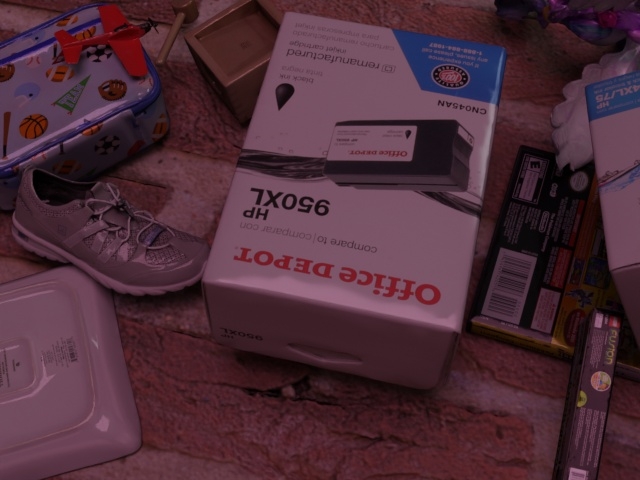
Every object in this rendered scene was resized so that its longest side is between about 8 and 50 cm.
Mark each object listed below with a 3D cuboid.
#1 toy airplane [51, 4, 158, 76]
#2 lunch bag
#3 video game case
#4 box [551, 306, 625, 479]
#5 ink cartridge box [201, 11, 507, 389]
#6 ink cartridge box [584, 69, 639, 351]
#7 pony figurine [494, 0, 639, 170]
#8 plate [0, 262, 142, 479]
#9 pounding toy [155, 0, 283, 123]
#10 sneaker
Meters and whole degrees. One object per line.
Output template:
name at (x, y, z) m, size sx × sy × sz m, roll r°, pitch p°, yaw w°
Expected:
toy airplane at (-0.290, -0.270, 1.308) m, size 0.151 × 0.028 × 0.151 m, roll 0°, pitch 55°, yaw 1°
lunch bag at (-0.378, -0.193, 1.347) m, size 0.303 × 0.115 × 0.243 m, roll -25°, pitch 62°, yaw -11°
video game case at (0.340, 0.026, 1.239) m, size 0.248 × 0.035 × 0.275 m, roll 16°, pitch 64°, yaw 11°
box at (0.296, 0.186, 1.092) m, size 0.036 × 0.114 × 0.207 m, roll 11°, pitch 77°, yaw 10°
ink cartridge box at (0.050, -0.055, 1.162) m, size 0.285 × 0.166 × 0.395 m, roll 11°, pitch 61°, yaw 6°
ink cartridge box at (0.423, -0.039, 1.085) m, size 0.197 × 0.198 × 0.270 m, roll -13°, pitch 49°, yaw 22°
pony figurine at (0.385, -0.297, 1.283) m, size 0.351 × 0.303 × 0.363 m, roll -22°, pitch 46°, yaw -26°
plate at (-0.381, 0.163, 1.202) m, size 0.278 × 0.045 × 0.277 m, roll -15°, pitch 63°, yaw -5°
pounding toy at (-0.141, -0.265, 1.386) m, size 0.181 × 0.094 × 0.206 m, roll -33°, pitch 57°, yaw -8°
sneaker at (-0.267, -0.015, 1.229) m, size 0.281 × 0.115 × 0.105 m, roll 15°, pitch 37°, yaw 10°
